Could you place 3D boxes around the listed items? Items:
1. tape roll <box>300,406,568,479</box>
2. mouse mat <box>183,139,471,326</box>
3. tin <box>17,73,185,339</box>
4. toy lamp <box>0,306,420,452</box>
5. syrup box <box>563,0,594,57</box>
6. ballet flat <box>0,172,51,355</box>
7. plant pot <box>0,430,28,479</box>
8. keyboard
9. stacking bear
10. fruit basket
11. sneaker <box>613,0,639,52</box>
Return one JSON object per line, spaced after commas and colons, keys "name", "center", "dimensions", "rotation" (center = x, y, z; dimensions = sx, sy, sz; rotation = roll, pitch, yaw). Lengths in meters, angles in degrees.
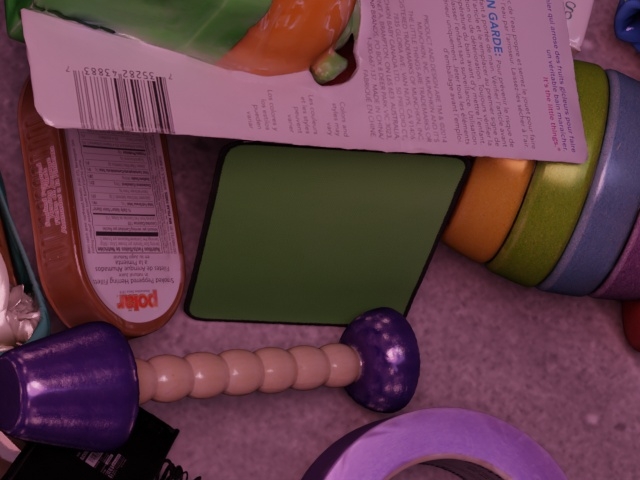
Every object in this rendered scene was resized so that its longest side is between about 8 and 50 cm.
{"name": "tape roll", "center": [0.072, 0.204, 1.048], "dimensions": [0.189, 0.080, 0.189], "rotation": [2, 80, -12]}
{"name": "mouse mat", "center": [0.000, 0.000, 1.022], "dimensions": [0.153, 0.189, 0.007], "rotation": [3, 52, -12]}
{"name": "tin", "center": [-0.137, -0.029, 1.037], "dimensions": [0.106, 0.040, 0.189], "rotation": [-1, 78, -50]}
{"name": "toy lamp", "center": [-0.065, 0.083, 0.991], "dimensions": [0.275, 0.080, 0.080], "rotation": [-2, 80, -34]}
{"name": "syrup box", "center": [0.153, -0.237, 1.138], "dimensions": [0.093, 0.096, 0.236], "rotation": [18, 77, -7]}
{"name": "ballet flat", "center": [-0.222, -0.019, 0.997], "dimensions": [0.083, 0.087, 0.247], "rotation": [-17, 72, -26]}
{"name": "plant pot", "center": [-0.290, 0.218, 0.874], "dimensions": [0.280, 0.323, 0.323], "rotation": [-44, 91, 1]}
{"name": "keyboard", "center": [-0.131, 0.147, 0.972], "dimensions": [0.100, 0.192, 0.038], "rotation": [33, 106, -1]}
{"name": "stacking bear", "center": [0.121, -0.051, 1.072], "dimensions": [0.289, 0.164, 0.175], "rotation": [16, 76, -4]}
{"name": "fruit basket", "center": [-0.016, -0.201, 0.959], "dimensions": [0.353, 0.165, 0.327], "rotation": [3, 71, -34]}
{"name": "sneaker", "center": [0.265, -0.200, 1.145], "dimensions": [0.126, 0.091, 0.240], "rotation": [-2, 58, -4]}
